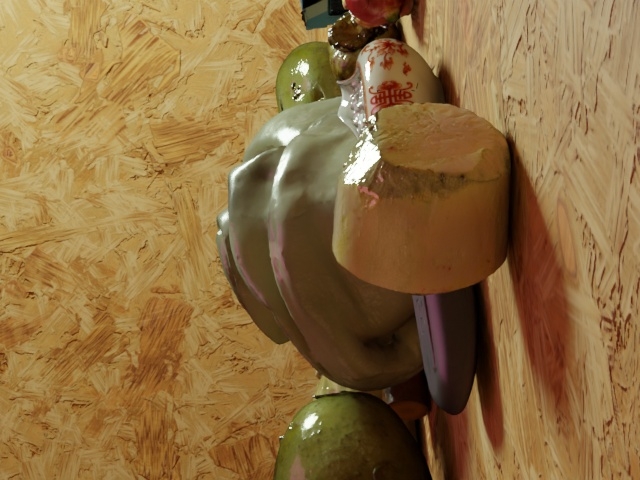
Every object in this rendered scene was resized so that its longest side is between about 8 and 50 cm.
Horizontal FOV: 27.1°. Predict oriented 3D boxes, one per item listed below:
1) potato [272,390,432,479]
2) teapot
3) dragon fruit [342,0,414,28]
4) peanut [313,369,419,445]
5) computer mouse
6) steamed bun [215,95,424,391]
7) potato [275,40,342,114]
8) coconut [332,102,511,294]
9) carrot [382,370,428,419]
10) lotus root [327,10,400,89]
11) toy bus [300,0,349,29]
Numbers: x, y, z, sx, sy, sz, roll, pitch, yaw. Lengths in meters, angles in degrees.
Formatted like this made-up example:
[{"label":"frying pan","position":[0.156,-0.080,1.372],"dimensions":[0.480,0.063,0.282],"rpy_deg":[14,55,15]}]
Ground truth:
[{"label":"potato","position":[0.044,0.365,1.604],"dimensions":[0.270,0.219,0.359],"rpy_deg":[-109,9,-70]},{"label":"teapot","position":[0.075,-0.126,1.372],"dimensions":[0.245,0.116,0.159],"rpy_deg":[-99,17,-78]},{"label":"dragon fruit","position":[0.067,-0.282,1.509],"dimensions":[0.116,0.081,0.086],"rpy_deg":[-106,22,-76]},{"label":"peanut","position":[0.062,0.278,1.861],"dimensions":[0.140,0.153,0.325],"rpy_deg":[-173,85,-72]},{"label":"computer mouse","position":[0.121,0.053,1.293],"dimensions":[0.120,0.057,0.232],"rpy_deg":[103,159,-80]},{"label":"steamed bun","position":[0.000,0.000,1.635],"dimensions":[0.368,0.255,0.343],"rpy_deg":[-99,2,-61]},{"label":"potato","position":[0.004,-0.219,2.072],"dimensions":[0.251,0.159,0.174],"rpy_deg":[-54,-17,-82]},{"label":"coconut","position":[0.085,-0.024,1.090],"dimensions":[0.147,0.147,0.153],"rpy_deg":[-99,8,-52]},{"label":"carrot","position":[0.107,0.132,1.761],"dimensions":[0.061,0.061,0.210],"rpy_deg":[90,179,-57]},{"label":"lotus root","position":[0.059,-0.224,1.708],"dimensions":[0.191,0.094,0.108],"rpy_deg":[70,-143,-69]},{"label":"toy bus","position":[0.019,-0.413,1.689],"dimensions":[0.297,0.131,0.106],"rpy_deg":[90,174,-49]}]
